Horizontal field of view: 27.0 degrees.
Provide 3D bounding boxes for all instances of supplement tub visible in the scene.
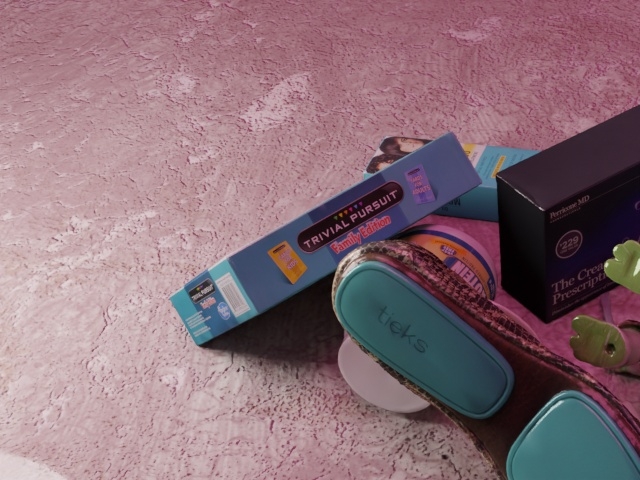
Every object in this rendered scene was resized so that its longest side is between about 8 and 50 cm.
[{"bbox_3d":[0.114,0.090,1.564,0.144,0.144,0.200,9,41,23],"label":"supplement tub"}]

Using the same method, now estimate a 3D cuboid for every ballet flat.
[{"bbox_3d":[0.220,0.166,1.367,0.483,0.164,0.182,44,27,17],"label":"ballet flat"}]

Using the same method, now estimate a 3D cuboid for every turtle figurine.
[{"bbox_3d":[0.364,0.058,1.485,0.198,0.266,0.275,-34,65,31],"label":"turtle figurine"}]

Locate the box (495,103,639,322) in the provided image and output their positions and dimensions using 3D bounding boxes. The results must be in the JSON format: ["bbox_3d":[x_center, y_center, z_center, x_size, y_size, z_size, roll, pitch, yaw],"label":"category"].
[{"bbox_3d":[0.352,-0.041,1.648,0.261,0.184,0.103,-26,39,-19],"label":"box"}]

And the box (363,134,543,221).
[{"bbox_3d":[0.191,-0.086,1.847,0.244,0.060,0.100,7,40,22],"label":"box"}]

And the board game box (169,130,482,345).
[{"bbox_3d":[0.000,0.000,1.644,0.336,0.079,0.254,-30,0,-25],"label":"board game box"}]
